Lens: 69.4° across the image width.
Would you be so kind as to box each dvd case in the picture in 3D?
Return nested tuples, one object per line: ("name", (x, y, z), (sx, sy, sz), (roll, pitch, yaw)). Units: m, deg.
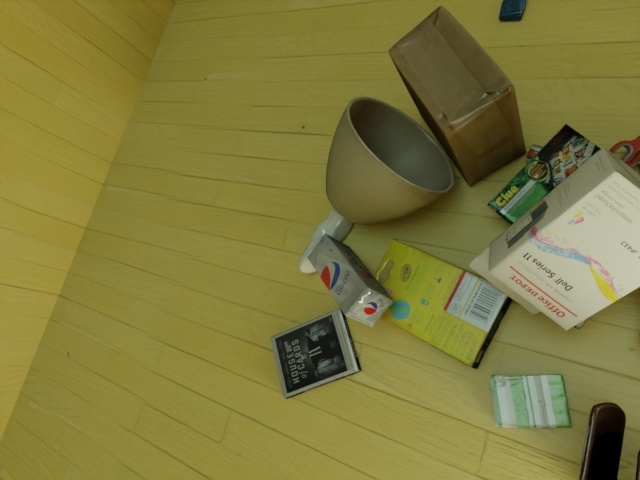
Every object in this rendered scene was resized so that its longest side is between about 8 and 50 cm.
("dvd case", (-0.019, 0.313, 1.281), (0.239, 0.030, 0.179), (-26, 62, 18))

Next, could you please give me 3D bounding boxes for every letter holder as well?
("letter holder", (0.547, 0.397, 0.769), (0.152, 0.302, 0.214), (4, 74, 42))

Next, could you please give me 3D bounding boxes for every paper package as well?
("paper package", (0.339, -0.338, 1.131), (0.168, 0.325, 0.309), (-33, 61, 16))

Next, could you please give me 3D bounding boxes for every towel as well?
("towel", (0.458, 0.352, 1.015), (0.152, 0.023, 0.113), (-9, 71, 24))
("towel", (0.549, -0.679, 1.308), (0.067, 0.029, 0.119), (11, 79, 32))

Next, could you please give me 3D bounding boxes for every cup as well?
("cup", (0.145, -0.175, 1.219), (0.237, 0.332, 0.330), (-49, 53, 37))

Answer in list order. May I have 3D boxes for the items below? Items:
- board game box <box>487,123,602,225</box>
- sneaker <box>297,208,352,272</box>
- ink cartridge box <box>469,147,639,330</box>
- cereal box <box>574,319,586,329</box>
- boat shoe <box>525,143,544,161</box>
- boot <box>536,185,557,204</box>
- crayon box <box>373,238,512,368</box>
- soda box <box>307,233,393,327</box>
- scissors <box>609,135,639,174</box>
("board game box", (0.530, -0.134, 1.071), (0.259, 0.030, 0.136), (-45, 77, 1))
("sneaker", (0.000, 0.000, 1.360), (0.212, 0.080, 0.094), (-50, 46, -3))
("ink cartridge box", (0.471, 0.029, 0.879), (0.207, 0.119, 0.353), (36, 127, -3))
("cereal box", (0.523, 0.065, 1.057), (0.240, 0.047, 0.172), (33, 88, 33))
("boat shoe", (0.571, -0.192, 1.122), (0.137, 0.049, 0.043), (25, 123, 19))
("boot", (0.502, 0.024, 0.993), (0.179, 0.085, 0.236), (37, 105, 12))
("crayon box", (0.279, 0.147, 1.144), (0.319, 0.081, 0.202), (27, 87, 32))
("soda box", (0.068, 0.095, 1.200), (0.091, 0.098, 0.286), (-54, 33, 12))
("scissors", (0.737, -0.243, 1.031), (0.109, 0.021, 0.297), (33, 91, -2))
